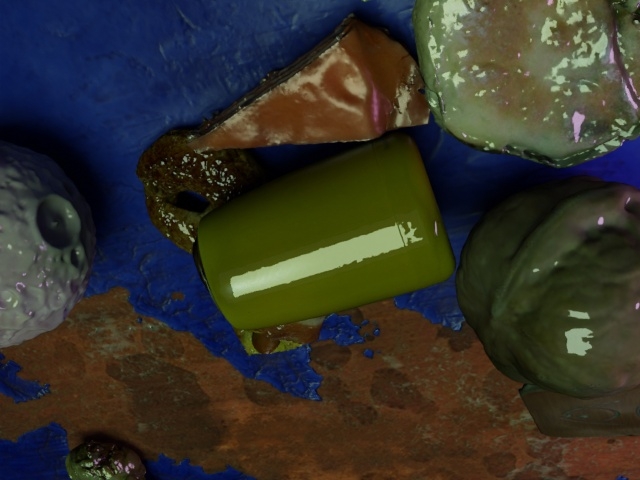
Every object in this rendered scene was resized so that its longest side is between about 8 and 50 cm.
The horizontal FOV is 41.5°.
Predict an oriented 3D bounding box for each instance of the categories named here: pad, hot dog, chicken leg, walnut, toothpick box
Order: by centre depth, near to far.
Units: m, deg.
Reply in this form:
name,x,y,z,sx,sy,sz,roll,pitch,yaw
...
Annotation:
name,x,y,z,sx,sy,sz,roll,pitch,yaw
walnut,0.269,0.051,0.907,0.248,0.248,0.248,7,128,9
toothpick box,0.000,0.000,0.945,0.271,0.175,0.175,-19,121,8
pad,0.408,0.212,1.062,0.284,0.018,0.286,-7,153,18
hot dog,-0.047,0.081,1.105,0.123,0.093,0.261,19,128,-5
chicken leg,-0.328,0.417,1.434,0.103,0.088,0.228,-41,106,20

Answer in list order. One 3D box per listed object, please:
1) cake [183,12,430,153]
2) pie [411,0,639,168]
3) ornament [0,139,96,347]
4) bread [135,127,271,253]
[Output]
name,x,y,z,sx,sy,sz,roll,pitch,yaw
cake,-0.028,-0.159,0.922,0.287,0.098,0.135,-12,124,16
pie,0.237,-0.216,0.813,0.338,0.075,0.337,2,127,3
ornament,-0.397,0.005,1.030,0.225,0.259,0.259,-17,121,29
bread,-0.142,-0.051,1.049,0.193,0.064,0.193,9,129,11
